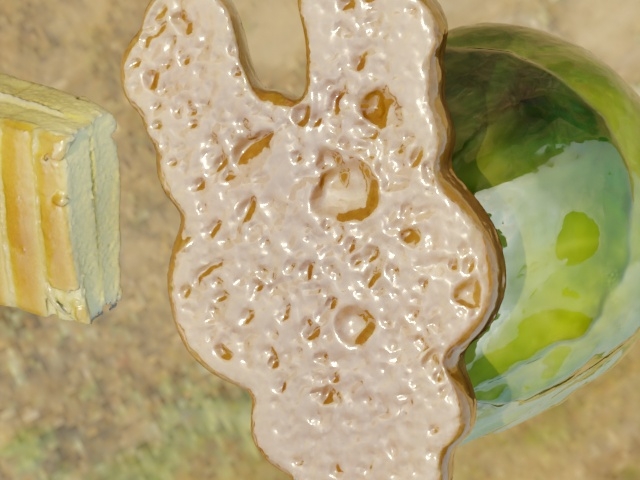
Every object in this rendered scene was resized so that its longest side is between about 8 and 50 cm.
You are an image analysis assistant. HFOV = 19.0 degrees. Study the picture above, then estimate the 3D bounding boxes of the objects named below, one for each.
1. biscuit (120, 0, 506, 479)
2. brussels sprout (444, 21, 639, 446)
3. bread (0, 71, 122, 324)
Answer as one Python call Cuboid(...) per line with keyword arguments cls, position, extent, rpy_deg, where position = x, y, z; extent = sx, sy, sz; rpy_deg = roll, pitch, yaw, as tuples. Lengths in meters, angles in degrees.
Cuboid(cls="biscuit", position=(0.001, 0.000, 0.999), extent=(0.186, 0.295, 0.044), rpy_deg=(-8, -175, 18))
Cuboid(cls="brussels sprout", position=(0.093, 0.003, 1.125), extent=(0.271, 0.219, 0.210), rpy_deg=(-52, 148, -13))
Cuboid(cls="bread", position=(-0.329, -0.044, 2.093), extent=(0.111, 0.239, 0.246), rpy_deg=(-31, 130, -48))
